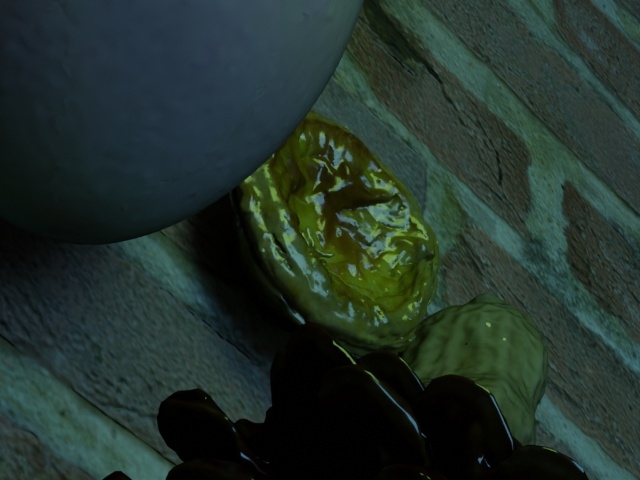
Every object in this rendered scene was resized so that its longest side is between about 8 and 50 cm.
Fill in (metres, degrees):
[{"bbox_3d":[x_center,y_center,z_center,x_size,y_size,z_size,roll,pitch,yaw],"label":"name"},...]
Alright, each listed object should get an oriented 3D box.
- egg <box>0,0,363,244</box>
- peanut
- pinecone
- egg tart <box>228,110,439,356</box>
[{"bbox_3d":[-0.143,-0.165,1.256,0.354,0.354,0.339,26,63,-42],"label":"egg"},{"bbox_3d":[0.112,0.155,1.534,0.143,0.159,0.291,13,24,10],"label":"peanut"},{"bbox_3d":[0.004,0.259,1.069,0.398,0.398,0.397,35,39,-34],"label":"pinecone"},{"bbox_3d":[0.000,0.000,1.528,0.241,0.106,0.241,32,39,-30],"label":"egg tart"}]
